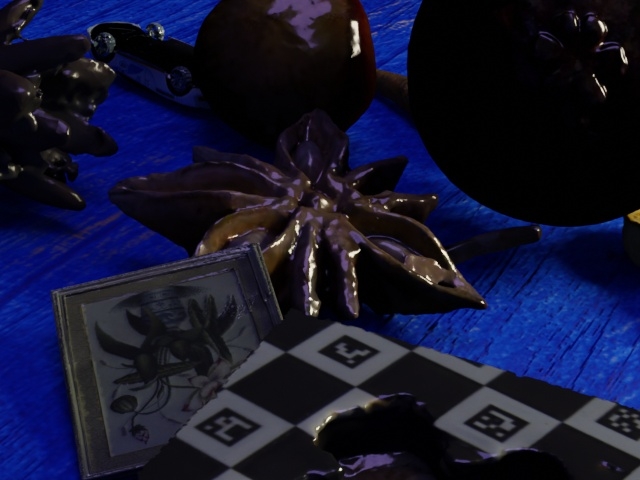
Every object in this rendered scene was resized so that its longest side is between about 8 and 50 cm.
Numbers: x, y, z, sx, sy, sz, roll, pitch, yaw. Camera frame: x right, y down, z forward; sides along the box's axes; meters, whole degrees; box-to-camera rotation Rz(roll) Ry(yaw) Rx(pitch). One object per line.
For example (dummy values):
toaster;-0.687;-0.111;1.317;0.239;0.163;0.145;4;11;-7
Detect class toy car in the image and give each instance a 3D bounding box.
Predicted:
toy car;-0.176;-0.196;1.895;0.205;0.056;0.095;24;29;31

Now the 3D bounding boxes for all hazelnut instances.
hazelnut;-0.035;-0.185;1.788;0.208;0.208;0.208;7;24;-3

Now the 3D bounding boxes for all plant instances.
plant;-0.349;-0.114;1.536;0.320;0.194;0.182;5;36;3

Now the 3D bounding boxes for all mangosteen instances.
mangosteen;0.217;-0.149;1.583;0.297;0.297;0.313;-1;-17;-19

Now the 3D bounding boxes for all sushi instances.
sushi;0.052;0.187;1.062;0.320;0.069;0.339;14;31;20

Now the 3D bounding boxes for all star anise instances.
star anise;-0.001;-0.002;1.461;0.349;0.109;0.292;-26;60;-34

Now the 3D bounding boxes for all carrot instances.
carrot;0.089;-0.170;1.945;0.049;0.049;0.254;-7;24;-31

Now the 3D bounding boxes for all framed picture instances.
framed picture;-0.106;0.086;1.258;0.173;0.010;0.231;-14;36;-7

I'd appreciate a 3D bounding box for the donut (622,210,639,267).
donut;0.369;-0.009;1.636;0.181;0.078;0.146;-10;28;-22
